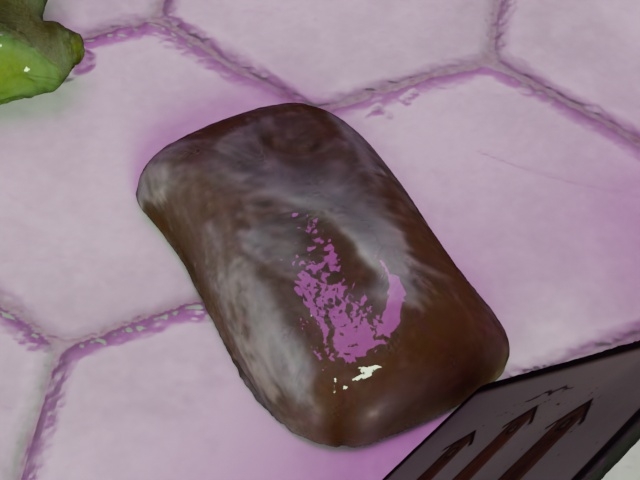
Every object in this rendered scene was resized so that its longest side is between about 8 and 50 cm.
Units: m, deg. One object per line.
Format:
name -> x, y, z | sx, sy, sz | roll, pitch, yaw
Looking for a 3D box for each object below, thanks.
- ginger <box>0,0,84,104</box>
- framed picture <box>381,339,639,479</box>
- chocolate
ginger -> -0.265, -0.198, 1.076 | 0.137, 0.089, 0.290 | -40, 57, -9
framed picture -> 0.036, 0.154, 0.720 | 0.324, 0.244, 0.013 | -40, 95, -27
chocolate -> -0.001, 0.000, 0.930 | 0.157, 0.080, 0.254 | -22, 56, -20
